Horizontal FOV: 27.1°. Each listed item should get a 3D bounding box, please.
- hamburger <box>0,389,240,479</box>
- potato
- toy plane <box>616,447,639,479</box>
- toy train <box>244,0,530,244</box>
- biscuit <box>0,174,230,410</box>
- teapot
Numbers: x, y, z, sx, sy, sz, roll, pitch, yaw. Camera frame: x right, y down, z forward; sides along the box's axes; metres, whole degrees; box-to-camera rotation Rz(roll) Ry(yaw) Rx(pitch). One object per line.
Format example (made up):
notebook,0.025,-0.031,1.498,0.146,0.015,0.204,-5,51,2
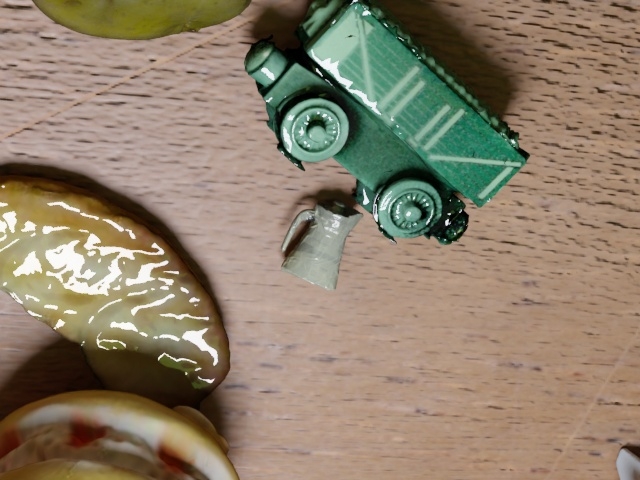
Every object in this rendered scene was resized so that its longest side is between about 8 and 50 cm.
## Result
hamburger,-0.185,0.272,1.227,0.261,0.186,0.303,-18,119,22
potato,-0.149,-0.241,1.098,0.200,0.137,0.155,-2,110,-12
toy plane,0.326,0.362,1.411,0.266,0.122,0.267,-12,115,-26
toy train,0.058,-0.106,1.200,0.269,0.115,0.154,40,102,-20
biscuit,-0.203,0.046,1.235,0.154,0.045,0.299,-39,111,4
teapot,0.000,0.000,1.258,0.067,0.057,0.083,24,95,-21
